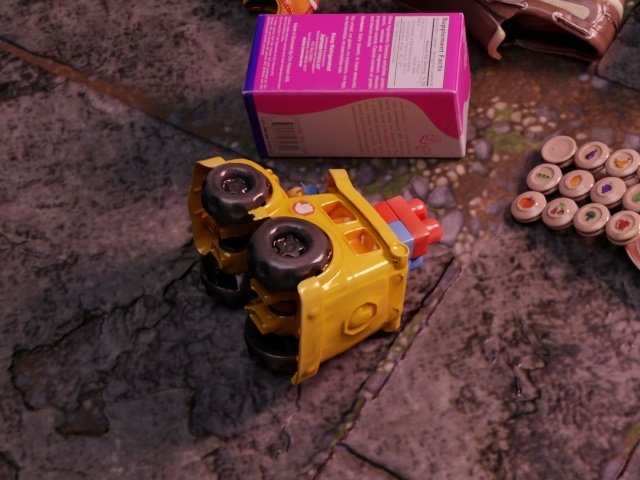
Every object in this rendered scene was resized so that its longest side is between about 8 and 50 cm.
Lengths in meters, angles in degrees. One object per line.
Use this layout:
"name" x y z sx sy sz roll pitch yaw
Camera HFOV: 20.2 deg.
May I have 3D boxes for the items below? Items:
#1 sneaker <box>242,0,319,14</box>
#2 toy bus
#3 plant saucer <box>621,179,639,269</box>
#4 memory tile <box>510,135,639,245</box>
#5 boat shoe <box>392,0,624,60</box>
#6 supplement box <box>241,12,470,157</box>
"sneaker" -0.074 -0.300 2.007 0.067 0.064 0.175 -39 55 -5
"toy bus" 0.000 0.000 1.750 0.211 0.149 0.220 -23 52 -22
"plant saucer" 0.377 -0.009 1.750 0.168 0.029 0.168 -4 54 6
"memory tile" 0.270 -0.052 1.785 0.148 0.012 0.113 14 58 36
"boat shoe" 0.188 -0.244 1.906 0.257 0.095 0.095 9 64 15
"supplement box" 0.042 -0.160 1.860 0.220 0.111 0.114 2 56 10
